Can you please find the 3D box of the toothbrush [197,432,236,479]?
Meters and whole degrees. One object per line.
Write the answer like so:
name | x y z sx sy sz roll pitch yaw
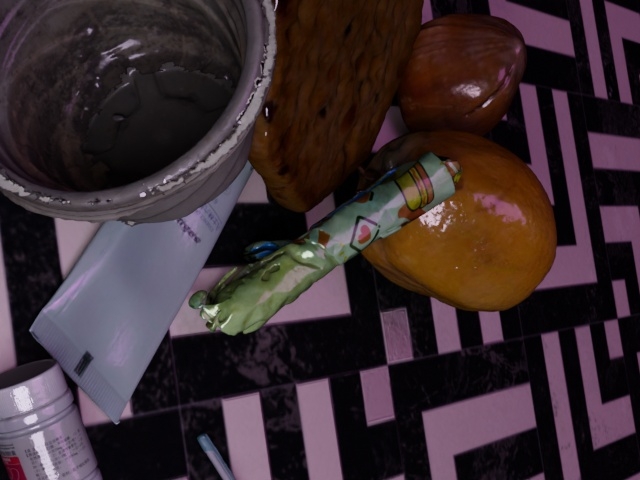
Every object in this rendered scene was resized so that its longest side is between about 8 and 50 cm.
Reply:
toothbrush | -0.061 0.223 1.072 0.167 0.011 0.014 62 32 -25

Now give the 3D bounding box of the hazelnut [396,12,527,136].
hazelnut | 0.160 -0.177 1.404 0.150 0.150 0.150 22 63 -52

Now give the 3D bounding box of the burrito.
burrito | 0.000 0.000 1.116 0.288 0.104 0.054 -35 105 -29

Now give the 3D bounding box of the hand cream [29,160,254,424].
hand cream | -0.118 -0.015 1.022 0.109 0.067 0.321 55 44 -34

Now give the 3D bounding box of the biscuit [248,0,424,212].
biscuit | 0.019 -0.199 1.099 0.359 0.046 0.359 17 90 -72

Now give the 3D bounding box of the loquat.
loquat | 0.132 -0.021 1.274 0.234 0.187 0.176 28 66 -22

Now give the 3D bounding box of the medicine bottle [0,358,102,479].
medicine bottle | -0.188 0.132 0.861 0.058 0.058 0.091 -33 108 -55

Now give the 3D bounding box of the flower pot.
flower pot | -0.130 -0.101 0.906 0.140 0.235 0.236 63 29 -62
